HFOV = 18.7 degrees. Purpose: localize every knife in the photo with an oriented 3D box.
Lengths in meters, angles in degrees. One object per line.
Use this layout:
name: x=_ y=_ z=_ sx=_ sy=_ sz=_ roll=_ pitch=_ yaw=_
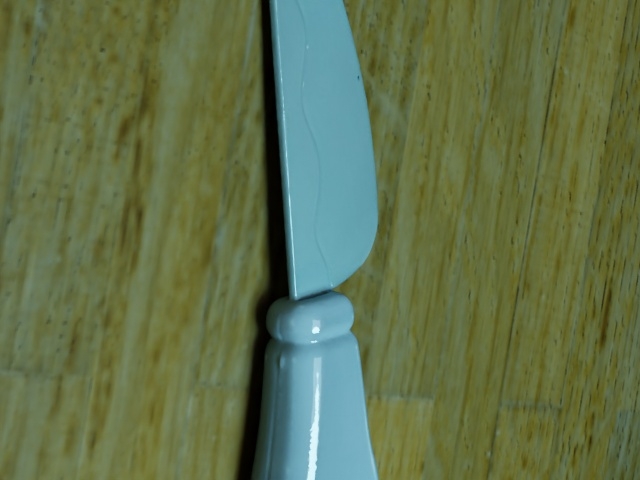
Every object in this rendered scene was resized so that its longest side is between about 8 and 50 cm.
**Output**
knife: x=0.001 y=0.000 z=0.912 sx=0.080 sy=0.044 sz=0.331 roll=-6 pitch=98 yaw=-48
